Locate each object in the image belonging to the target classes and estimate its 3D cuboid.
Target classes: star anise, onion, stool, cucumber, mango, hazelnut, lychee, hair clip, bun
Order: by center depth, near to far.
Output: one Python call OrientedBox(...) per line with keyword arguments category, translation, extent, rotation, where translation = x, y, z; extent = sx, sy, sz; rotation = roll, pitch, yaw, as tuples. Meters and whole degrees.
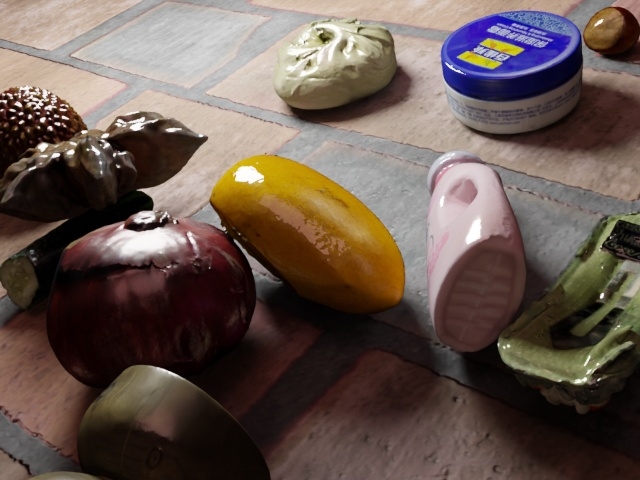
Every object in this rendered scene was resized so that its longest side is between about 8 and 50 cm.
OrientedBox(category="stool", translation=(-0.186, 0.258, 0.709), extent=(0.179, 0.179, 0.264), rotation=(13, 45, 32))
OrientedBox(category="hair clip", translation=(0.293, 0.077, 0.865), extent=(0.138, 0.091, 0.321), rotation=(13, 34, 37))
OrientedBox(category="onion", translation=(-0.191, 0.060, 0.960), extent=(0.246, 0.190, 0.246), rotation=(-6, 20, 2))
OrientedBox(category="mango", translation=(0.000, 0.000, 1.001), extent=(0.257, 0.187, 0.138), rotation=(33, 92, 22))
OrientedBox(category="star anise", translation=(-0.309, -0.102, 1.165), extent=(0.315, 0.108, 0.315), rotation=(-18, 12, 4))
OrientedBox(category="cucumber", translation=(-0.332, 0.000, 1.181), extent=(0.074, 0.074, 0.241), rotation=(19, 46, 37))
OrientedBox(category="lychee", translation=(-0.457, -0.160, 1.349), extent=(0.188, 0.188, 0.188), rotation=(-9, 37, 7))
OrientedBox(category="hazelnut", translation=(0.469, -0.336, 1.357), extent=(0.086, 0.086, 0.086), rotation=(-9, 37, 7))
OrientedBox(category="bun", translation=(0.025, -0.314, 1.437), extent=(0.210, 0.116, 0.237), rotation=(6, 42, 24))

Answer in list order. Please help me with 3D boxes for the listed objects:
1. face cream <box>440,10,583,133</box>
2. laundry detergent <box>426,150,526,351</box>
OrientedBox(category="face cream", translation=(0.288, -0.251, 1.272), extent=(0.206, 0.111, 0.206), rotation=(-10, 37, 8))
OrientedBox(category="laundry detergent", translation=(0.168, -0.016, 0.975), extent=(0.087, 0.159, 0.335), rotation=(17, 27, -4))
